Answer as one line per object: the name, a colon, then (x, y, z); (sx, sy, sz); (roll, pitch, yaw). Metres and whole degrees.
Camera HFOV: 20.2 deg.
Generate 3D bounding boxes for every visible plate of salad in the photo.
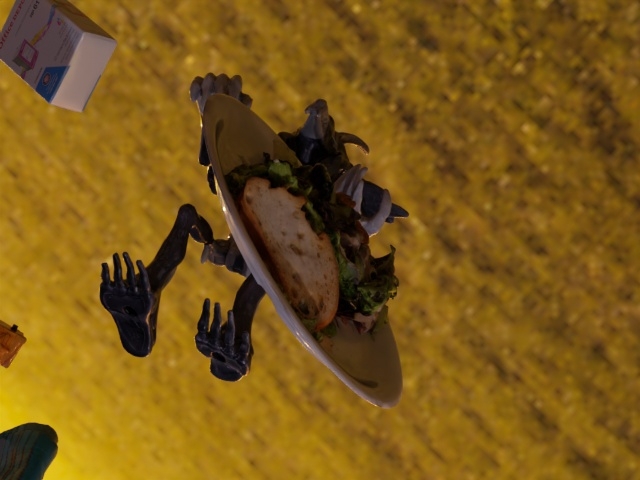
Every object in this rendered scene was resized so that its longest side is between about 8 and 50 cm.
plate of salad: (0.000, 0.000, 0.993); (0.200, 0.048, 0.200); (53, -165, -21)

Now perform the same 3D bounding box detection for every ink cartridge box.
ink cartridge box: (-0.283, -0.205, 1.895); (0.052, 0.088, 0.122); (12, -158, -49)

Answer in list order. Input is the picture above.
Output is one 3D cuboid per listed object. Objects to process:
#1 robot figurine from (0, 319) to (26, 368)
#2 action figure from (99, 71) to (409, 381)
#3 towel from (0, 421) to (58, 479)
robot figurine: (-0.465, 0.089, 1.840); (0.291, 0.211, 0.085); (32, 176, -16)
action figure: (-0.032, -0.028, 1.235); (0.164, 0.275, 0.141); (26, 135, 8)
towel: (-0.386, 0.295, 1.459); (0.271, 0.370, 0.040); (-17, 116, 30)
